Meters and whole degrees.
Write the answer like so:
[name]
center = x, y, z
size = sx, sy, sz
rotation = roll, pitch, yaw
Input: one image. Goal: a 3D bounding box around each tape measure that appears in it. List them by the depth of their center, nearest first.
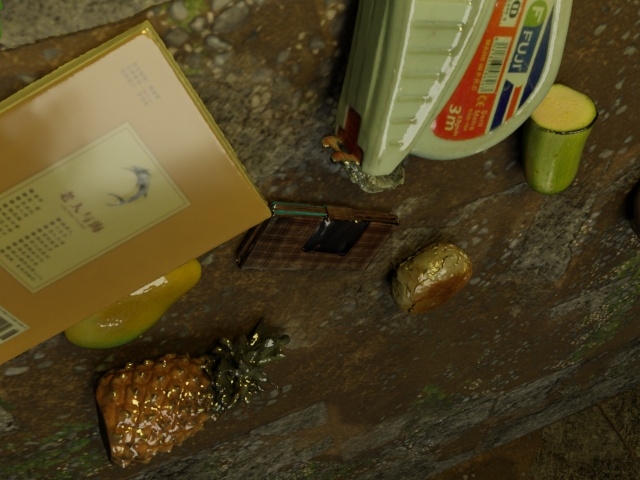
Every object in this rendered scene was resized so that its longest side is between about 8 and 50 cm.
[tape measure]
center = 0.133, -0.203, 0.698
size = 0.246, 0.125, 0.243
rotation = -7, 129, -25

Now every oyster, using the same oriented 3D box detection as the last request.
[oyster]
center = 0.073, -0.125, 0.836
size = 0.125, 0.064, 0.177
rotation = -28, 138, -23

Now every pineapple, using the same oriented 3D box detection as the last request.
[pineapple]
center = -0.184, 0.232, 1.052
size = 0.341, 0.169, 0.169
rotation = -17, 144, -24

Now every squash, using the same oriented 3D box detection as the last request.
[squash]
center = 0.339, -0.133, 0.971
size = 0.095, 0.095, 0.188
rotation = -23, 148, -6

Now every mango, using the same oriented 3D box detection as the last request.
[mango]
center = -0.254, 0.066, 0.850
size = 0.191, 0.085, 0.122
rotation = -43, 127, 7

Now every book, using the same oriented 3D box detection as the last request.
[book]
center = -0.276, -0.026, 0.704
size = 0.389, 0.032, 0.269
rotation = -28, 131, 2

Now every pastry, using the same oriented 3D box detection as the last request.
[pastry]
center = 0.190, 0.066, 1.131
size = 0.153, 0.081, 0.153
rotation = -18, 141, -16

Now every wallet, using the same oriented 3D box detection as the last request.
[wallet]
center = 0.000, 0.000, 0.959
size = 0.230, 0.042, 0.124
rotation = 5, 137, -34

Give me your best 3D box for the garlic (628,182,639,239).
[garlic]
center = 0.702, -0.053, 1.208
size = 0.238, 0.210, 0.292
rotation = 9, 141, -31
